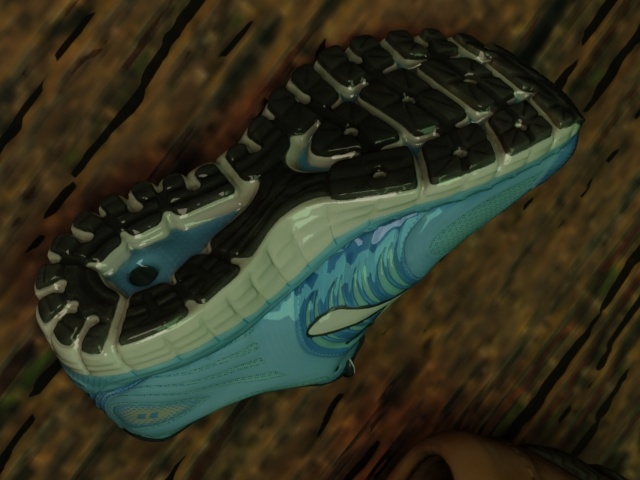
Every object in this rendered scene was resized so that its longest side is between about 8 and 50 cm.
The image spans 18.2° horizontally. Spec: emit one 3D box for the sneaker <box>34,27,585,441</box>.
[{"bbox_3d":[0.000,0.000,0.550,0.162,0.063,0.073,-28,140,-13],"label":"sneaker"}]

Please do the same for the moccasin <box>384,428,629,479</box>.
[{"bbox_3d":[-0.004,0.238,0.591,0.147,0.139,0.380,21,98,-35],"label":"moccasin"}]
